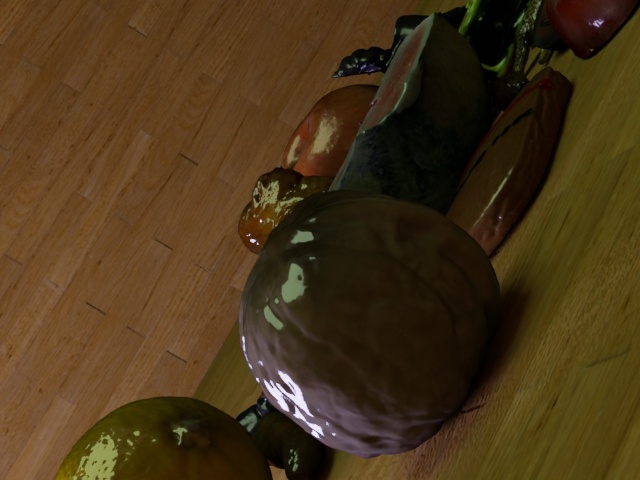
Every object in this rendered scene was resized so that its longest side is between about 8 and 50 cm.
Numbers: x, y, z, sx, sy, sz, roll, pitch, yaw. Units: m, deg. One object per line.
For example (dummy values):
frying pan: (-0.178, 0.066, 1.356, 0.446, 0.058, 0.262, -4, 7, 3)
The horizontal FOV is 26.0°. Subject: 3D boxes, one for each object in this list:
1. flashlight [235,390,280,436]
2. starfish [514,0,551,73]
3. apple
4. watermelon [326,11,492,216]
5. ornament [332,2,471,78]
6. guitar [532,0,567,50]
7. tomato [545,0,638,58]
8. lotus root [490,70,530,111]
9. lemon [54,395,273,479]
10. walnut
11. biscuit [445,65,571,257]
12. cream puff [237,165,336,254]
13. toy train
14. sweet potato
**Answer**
flashlight: (-0.030, 0.193, 1.862, 0.232, 0.093, 0.093, -56, 6, 15)
starfish: (0.295, -0.283, 1.822, 0.176, 0.053, 0.208, -83, 18, -53)
apple: (0.049, -0.117, 2.214, 0.251, 0.206, 0.272, -66, 10, -30)
watermelon: (0.100, -0.111, 1.691, 0.180, 0.224, 0.305, 16, 70, 41)
ornament: (0.119, -0.299, 2.214, 0.260, 0.106, 0.251, -4, 18, 30)
guitar: (0.302, -0.350, 1.712, 0.088, 0.025, 0.233, -169, 87, -75)
tomato: (0.321, -0.313, 1.561, 0.225, 0.085, 0.225, -58, 9, 14)
lotus root: (0.238, -0.180, 1.691, 0.049, 0.054, 0.099, -49, 5, -3)
lemon: (-0.184, 0.322, 1.633, 0.293, 0.293, 0.293, -57, 6, 10)
walnut: (0.038, 0.069, 1.264, 0.248, 0.248, 0.248, -57, 6, 10)
biscuit: (0.177, -0.052, 1.553, 0.262, 0.052, 0.277, -53, 7, 44)
cream puff: (0.000, 0.000, 1.997, 0.269, 0.241, 0.155, -6, 46, 48)
toy train: (0.216, -0.241, 1.980, 0.296, 0.100, 0.160, -63, 0, -33)
sweet potato: (-0.034, 0.252, 1.695, 0.075, 0.075, 0.273, -59, 9, -8)
